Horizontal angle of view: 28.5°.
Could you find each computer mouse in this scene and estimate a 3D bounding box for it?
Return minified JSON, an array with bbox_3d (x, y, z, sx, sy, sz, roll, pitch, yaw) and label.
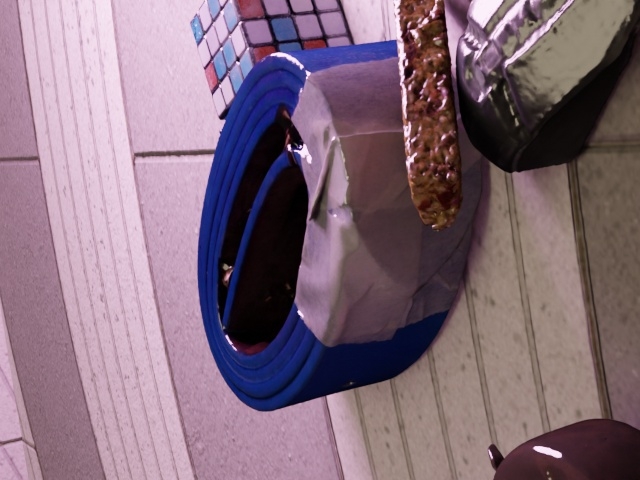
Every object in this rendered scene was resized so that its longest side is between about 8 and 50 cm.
[{"bbox_3d":[0.125,-0.112,0.754,0.106,0.062,0.192,67,152,27],"label":"computer mouse"}]

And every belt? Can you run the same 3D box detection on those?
[{"bbox_3d":[0.000,0.000,0.976,0.212,0.117,0.347,65,150,29],"label":"belt"}]

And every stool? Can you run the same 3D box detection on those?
[{"bbox_3d":[0.179,0.180,0.697,0.217,0.121,0.125,50,140,46],"label":"stool"}]

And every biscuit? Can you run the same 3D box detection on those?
[{"bbox_3d":[0.069,-0.102,0.811,0.064,0.034,0.199,71,-166,-57],"label":"biscuit"}]

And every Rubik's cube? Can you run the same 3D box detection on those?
[{"bbox_3d":[-0.039,-0.160,1.016,0.092,0.092,0.092,-39,65,59],"label":"Rubik's cube"}]
